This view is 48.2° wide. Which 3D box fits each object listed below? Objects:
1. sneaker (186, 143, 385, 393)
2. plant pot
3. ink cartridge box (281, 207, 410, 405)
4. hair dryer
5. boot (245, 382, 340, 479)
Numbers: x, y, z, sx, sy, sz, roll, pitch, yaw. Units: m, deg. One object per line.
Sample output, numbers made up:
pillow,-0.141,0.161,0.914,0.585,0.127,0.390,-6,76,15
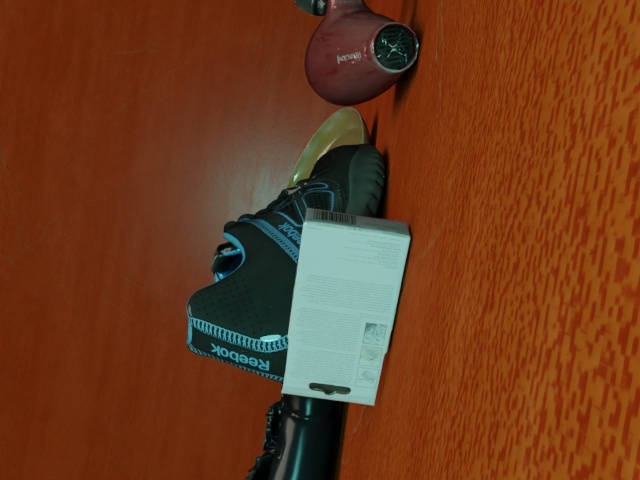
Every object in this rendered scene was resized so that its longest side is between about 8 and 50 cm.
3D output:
sneaker,-0.018,-0.006,0.625,0.341,0.139,0.125,-79,-4,-64
plant pot,0.004,-0.064,0.960,0.236,0.032,0.236,-48,30,40
ink cartridge box,0.013,0.042,0.437,0.029,0.062,0.115,-85,4,-70
hair dryer,0.006,-0.222,0.620,0.224,0.080,0.294,77,170,-53
boot,-0.028,0.193,0.777,0.246,0.094,0.207,148,135,-81
